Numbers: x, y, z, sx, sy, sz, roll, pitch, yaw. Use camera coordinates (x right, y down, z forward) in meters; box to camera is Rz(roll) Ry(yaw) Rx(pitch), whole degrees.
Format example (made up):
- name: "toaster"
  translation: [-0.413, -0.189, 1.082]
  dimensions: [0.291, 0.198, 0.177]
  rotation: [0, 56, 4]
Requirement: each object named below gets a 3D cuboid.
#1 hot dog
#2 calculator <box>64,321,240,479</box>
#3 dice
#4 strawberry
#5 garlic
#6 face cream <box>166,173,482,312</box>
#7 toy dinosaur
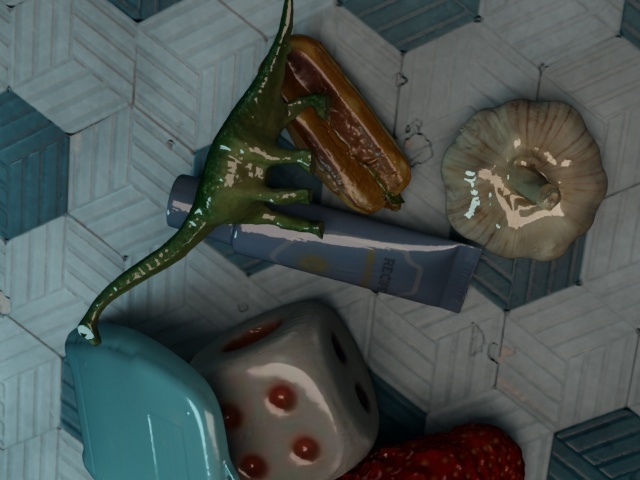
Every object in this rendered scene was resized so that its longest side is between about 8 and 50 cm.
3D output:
- name: "hot dog"
  translation: [0.018, -0.133, 1.438]
  dimensions: [0.104, 0.076, 0.250]
  rotation: [-40, 100, -1]
- name: "calculator"
  translation: [-0.212, 0.239, 1.462]
  dimensions: [0.386, 0.054, 0.256]
  rotation: [13, 113, 50]
- name: "dice"
  translation: [-0.046, 0.198, 1.476]
  dimensions: [0.193, 0.194, 0.192]
  rotation: [-24, 99, 14]
- name: "strawberry"
  translation: [0.133, 0.358, 1.465]
  dimensions: [0.257, 0.261, 0.261]
  rotation: [-23, 101, 19]
- name: "garlic"
  translation: [0.234, -0.054, 1.342]
  dimensions: [0.199, 0.226, 0.199]
  rotation: [1, 104, 4]
- name: "face cream"
  translation: [0.000, 0.000, 1.467]
  dimensions: [0.385, 0.086, 0.136]
  rotation: [16, 142, 4]
- name: "toy dinosaur"
  translation: [-0.142, -0.085, 1.398]
  dimensions: [0.300, 0.087, 0.447]
  rotation: [4, 95, 18]
